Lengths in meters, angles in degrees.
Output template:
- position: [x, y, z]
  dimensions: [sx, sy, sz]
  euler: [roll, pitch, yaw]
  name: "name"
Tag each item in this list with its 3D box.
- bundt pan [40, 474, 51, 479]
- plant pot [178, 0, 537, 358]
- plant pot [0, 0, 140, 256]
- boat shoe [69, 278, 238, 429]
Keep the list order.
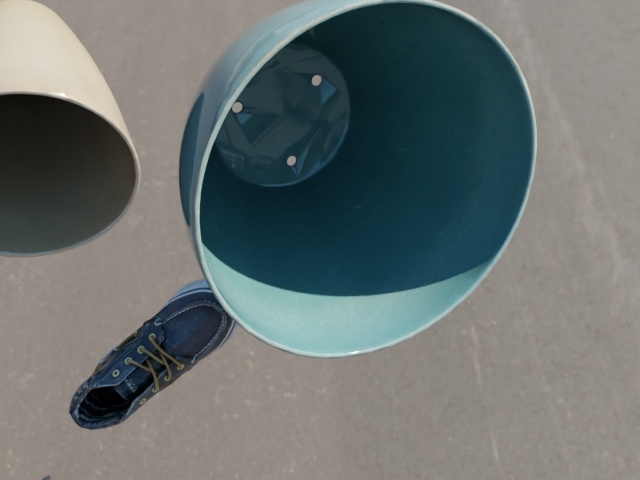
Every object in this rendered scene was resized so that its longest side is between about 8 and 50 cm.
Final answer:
- position: [-0.571, 0.556, 1.559]
  dimensions: [0.331, 0.331, 0.124]
  euler: [-34, 86, -36]
  name: "bundt pan"
- position: [0.004, -0.076, 0.761]
  dimensions: [0.290, 0.290, 0.195]
  euler: [-14, 30, -20]
  name: "plant pot"
- position: [-0.364, -0.164, 1.106]
  dimensions: [0.256, 0.256, 0.274]
  euler: [-7, 48, -13]
  name: "plant pot"
- position: [-0.145, 0.107, 0.805]
  dimensions: [0.065, 0.183, 0.083]
  euler: [47, 28, -11]
  name: "boat shoe"
